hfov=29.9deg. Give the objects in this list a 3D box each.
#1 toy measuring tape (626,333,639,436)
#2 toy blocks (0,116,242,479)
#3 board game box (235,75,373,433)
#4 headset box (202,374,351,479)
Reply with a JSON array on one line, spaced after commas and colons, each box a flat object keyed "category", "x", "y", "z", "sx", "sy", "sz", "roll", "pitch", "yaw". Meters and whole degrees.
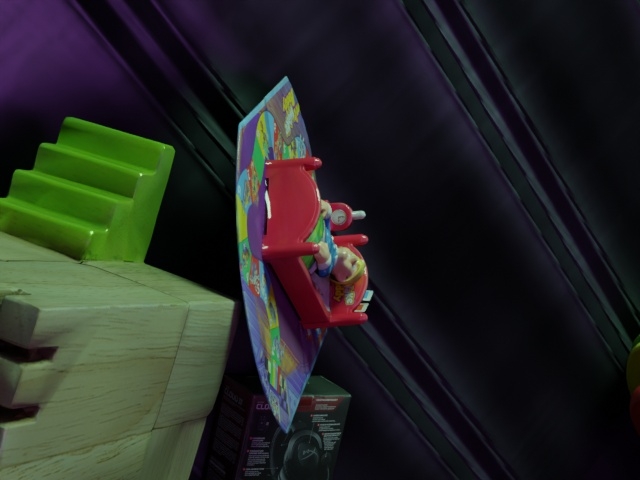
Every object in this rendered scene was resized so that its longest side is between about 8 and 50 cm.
[{"category": "toy measuring tape", "x": 0.258, "y": 0.130, "z": 0.803, "sx": 0.121, "sy": 0.121, "sz": 0.330, "roll": -35, "pitch": 145, "yaw": -20}, {"category": "toy blocks", "x": -0.158, "y": 0.141, "z": 0.368, "sx": 0.261, "sy": 0.191, "sz": 0.381, "roll": 5, "pitch": 102, "yaw": -70}, {"category": "board game box", "x": 0.000, "y": 0.000, "z": 0.531, "sx": 0.033, "sy": 0.168, "sz": 0.133, "roll": -5, "pitch": 107, "yaw": 11}, {"category": "headset box", "x": -0.023, "y": 0.106, "z": 0.622, "sx": 0.062, "sy": 0.032, "sz": 0.083, "roll": 4, "pitch": 102, "yaw": -36}]
